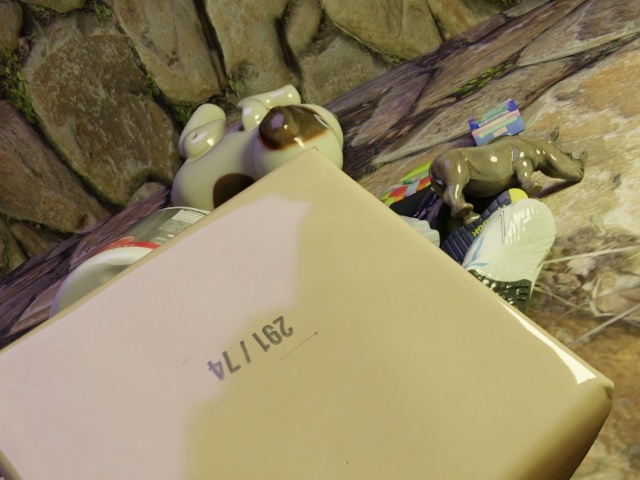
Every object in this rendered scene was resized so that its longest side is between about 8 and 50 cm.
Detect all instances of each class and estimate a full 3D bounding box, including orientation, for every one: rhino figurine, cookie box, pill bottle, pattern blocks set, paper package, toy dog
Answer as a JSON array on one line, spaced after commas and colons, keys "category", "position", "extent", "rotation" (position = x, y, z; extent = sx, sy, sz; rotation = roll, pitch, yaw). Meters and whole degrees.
[{"category": "rhino figurine", "position": [0.253, -0.093, 1.121], "extent": [0.243, 0.106, 0.073], "rotation": [-15, -32, -18]}, {"category": "cookie box", "position": [0.317, -0.210, 1.532], "extent": [0.092, 0.040, 0.107], "rotation": [-26, 17, 15]}, {"category": "pill bottle", "position": [-0.173, 0.059, 0.983], "extent": [0.176, 0.176, 0.318], "rotation": [-28, 10, 10]}, {"category": "pattern blocks set", "position": [0.163, -0.081, 1.444], "extent": [0.325, 0.026, 0.285], "rotation": [-28, 15, 13]}, {"category": "paper package", "position": [-0.025, 0.136, 0.592], "extent": [0.325, 0.168, 0.309], "rotation": [-35, 55, -22]}, {"category": "toy dog", "position": [-0.127, -0.172, 1.811], "extent": [0.408, 0.284, 0.395], "rotation": [-13, 24, 44]}]

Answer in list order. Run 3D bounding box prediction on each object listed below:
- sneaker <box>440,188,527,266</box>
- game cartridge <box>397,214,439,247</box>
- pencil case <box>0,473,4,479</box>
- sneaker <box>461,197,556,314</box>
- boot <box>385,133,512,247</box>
[{"category": "sneaker", "position": [0.211, 0.000, 1.061], "extent": [0.144, 0.059, 0.053], "rotation": [-38, 45, 21]}, {"category": "game cartridge", "position": [0.000, 0.000, 1.154], "extent": [0.196, 0.060, 0.294], "rotation": [-8, 10, -25]}, {"category": "pencil case", "position": [-0.219, 0.257, 0.841], "extent": [0.410, 0.160, 0.183], "rotation": [-20, 33, 35]}, {"category": "sneaker", "position": [0.186, 0.045, 0.928], "extent": [0.237, 0.085, 0.086], "rotation": [-48, -4, -38]}, {"category": "boot", "position": [0.178, -0.064, 1.244], "extent": [0.236, 0.085, 0.178], "rotation": [-45, 19, -33]}]
